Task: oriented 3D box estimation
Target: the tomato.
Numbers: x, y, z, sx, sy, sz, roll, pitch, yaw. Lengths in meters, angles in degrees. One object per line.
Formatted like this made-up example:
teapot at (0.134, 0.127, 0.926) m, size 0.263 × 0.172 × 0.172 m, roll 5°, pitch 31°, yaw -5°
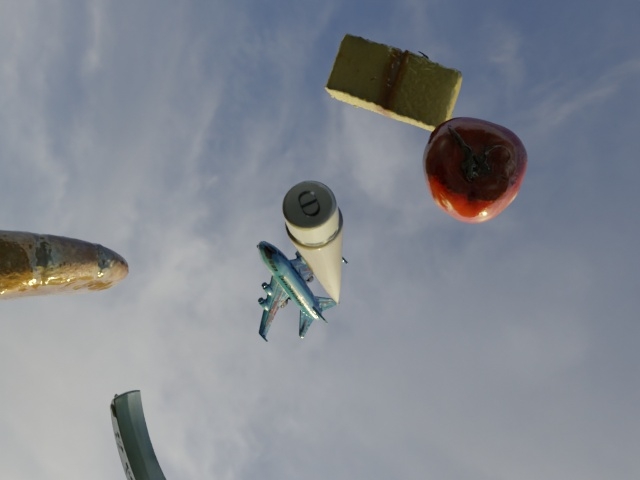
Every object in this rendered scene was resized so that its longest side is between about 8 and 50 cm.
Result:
tomato at (0.257, -0.121, 1.228) m, size 0.187 × 0.151 × 0.187 m, roll 0°, pitch -92°, yaw 0°

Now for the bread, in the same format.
bread at (0.143, -0.299, 1.431) m, size 0.266 × 0.141 × 0.178 m, roll 19°, pitch -52°, yaw 12°

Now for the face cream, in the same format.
face cream at (0.000, 0.000, 1.159) m, size 0.089 × 0.314 × 0.143 m, roll -19°, pitch -111°, yaw 0°

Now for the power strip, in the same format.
power strip at (-0.331, 0.383, 1.296) m, size 0.253 × 0.054 × 0.167 m, roll 61°, pitch -33°, yaw 23°

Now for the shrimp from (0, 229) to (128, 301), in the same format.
shrimp at (-0.341, 0.037, 0.659) m, size 0.168 × 0.318 × 0.077 m, roll 124°, pitch -39°, yaw -74°

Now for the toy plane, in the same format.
toy plane at (-0.063, 0.092, 1.555) m, size 0.271 × 0.254 × 0.105 m, roll 54°, pitch -13°, yaw -30°
